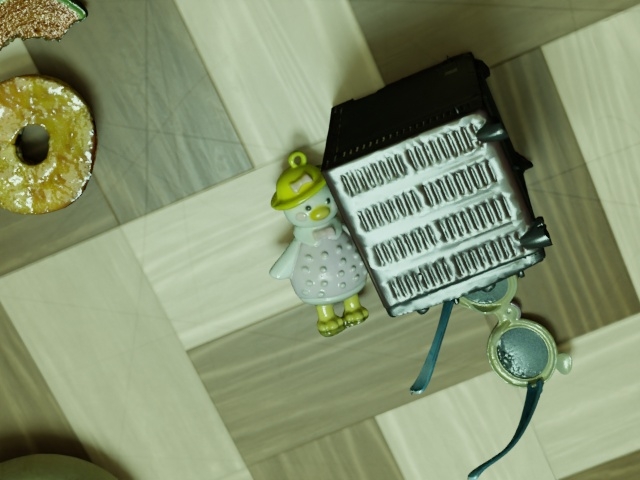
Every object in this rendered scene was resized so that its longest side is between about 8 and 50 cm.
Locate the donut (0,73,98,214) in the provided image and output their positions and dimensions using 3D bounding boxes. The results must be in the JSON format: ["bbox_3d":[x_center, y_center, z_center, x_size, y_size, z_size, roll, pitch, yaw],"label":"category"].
[{"bbox_3d":[-0.305,-0.106,1.395,0.152,0.058,0.152,0,109,0],"label":"donut"}]

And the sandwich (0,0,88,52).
[{"bbox_3d":[-0.310,-0.234,1.363,0.135,0.029,0.067,-13,115,4],"label":"sandwich"}]

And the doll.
[{"bbox_3d":[0.000,0.000,1.421,0.129,0.081,0.207,-20,108,-12],"label":"doll"}]

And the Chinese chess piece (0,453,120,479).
[{"bbox_3d":[-0.322,0.379,1.511,0.273,0.102,0.273,-3,101,-17],"label":"Chinese chess piece"}]

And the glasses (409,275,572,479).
[{"bbox_3d":[0.160,0.138,1.420,0.088,0.220,0.189,-12,117,47],"label":"glasses"}]

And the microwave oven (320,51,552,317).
[{"bbox_3d":[0.119,-0.058,1.314,0.178,0.247,0.188,-24,107,12],"label":"microwave oven"}]
